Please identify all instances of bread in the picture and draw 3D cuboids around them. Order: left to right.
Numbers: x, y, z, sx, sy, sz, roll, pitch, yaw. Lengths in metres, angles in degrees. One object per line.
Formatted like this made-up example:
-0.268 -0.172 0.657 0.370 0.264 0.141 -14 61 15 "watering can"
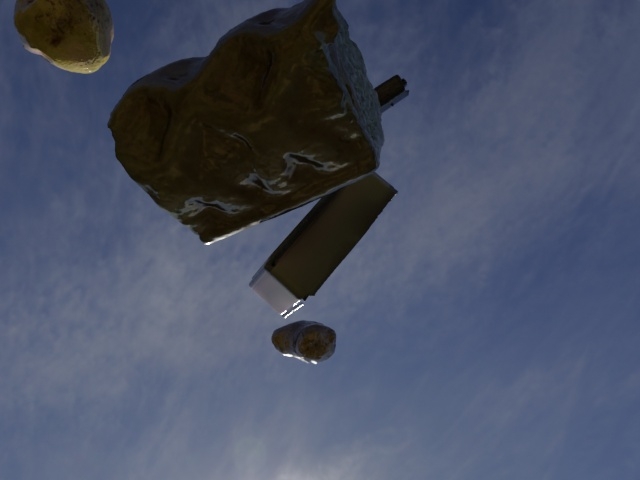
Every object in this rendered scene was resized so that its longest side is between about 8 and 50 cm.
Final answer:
-0.061 -0.128 0.704 0.252 0.196 0.238 -20 -39 13 "bread"

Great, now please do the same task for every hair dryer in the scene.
0.030 -0.193 1.099 0.251 0.089 0.197 -32 -21 7 "hair dryer"

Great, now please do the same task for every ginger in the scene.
-0.027 0.181 1.221 0.095 0.190 0.069 6 -94 -21 "ginger"

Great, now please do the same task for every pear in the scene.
-0.451 -0.379 1.199 0.178 0.178 0.178 -3 -61 -5 "pear"

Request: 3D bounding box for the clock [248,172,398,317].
0.000 0.000 0.869 0.071 0.147 0.192 41 -110 -2 "clock"
